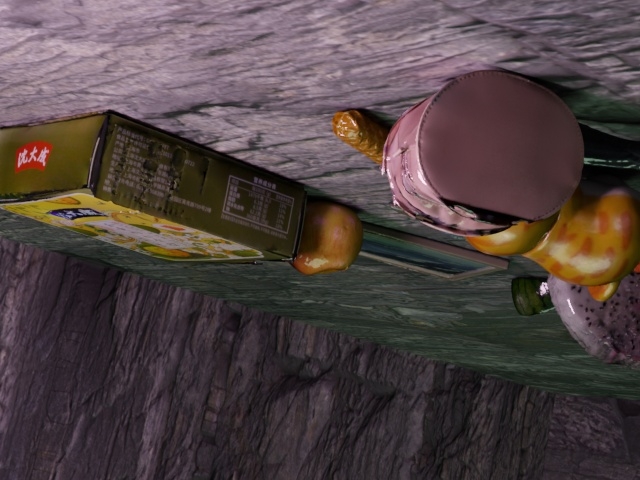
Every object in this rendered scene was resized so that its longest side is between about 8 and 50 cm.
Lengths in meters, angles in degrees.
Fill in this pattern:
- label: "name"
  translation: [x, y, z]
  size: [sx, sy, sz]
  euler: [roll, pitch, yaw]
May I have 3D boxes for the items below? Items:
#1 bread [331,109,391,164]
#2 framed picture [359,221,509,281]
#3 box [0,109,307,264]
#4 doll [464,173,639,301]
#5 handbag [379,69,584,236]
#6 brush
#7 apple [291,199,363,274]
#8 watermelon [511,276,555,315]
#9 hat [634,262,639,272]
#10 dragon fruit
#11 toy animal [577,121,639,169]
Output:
- label: "bread"
  translation: [0.068, -0.133, 1.813]
  size: [0.052, 0.044, 0.157]
  euler: [11, 171, 36]
- label: "framed picture"
  translation: [0.154, 0.019, 2.601]
  size: [0.335, 0.022, 0.247]
  euler: [15, 169, -17]
- label: "box"
  translation: [-0.294, -0.073, 2.256]
  size: [0.420, 0.138, 0.373]
  euler: [20, 167, -39]
- label: "doll"
  translation: [0.302, -0.034, 1.798]
  size: [0.269, 0.162, 0.167]
  euler: [24, -172, -11]
- label: "handbag"
  translation: [0.182, -0.095, 1.555]
  size: [0.205, 0.179, 0.116]
  euler: [14, 176, -10]
- label: "brush"
  translation: [0.192, -0.032, 2.288]
  size: [0.196, 0.021, 0.070]
  euler: [17, 166, -29]
- label: "apple"
  translation: [0.000, 0.000, 2.365]
  size: [0.146, 0.146, 0.146]
  euler: [11, 170, 2]
- label: "watermelon"
  translation: [0.425, 0.094, 2.687]
  size: [0.092, 0.075, 0.181]
  euler: [-33, -167, -27]
- label: "hat"
  translation: [0.526, 0.001, 1.997]
  size: [0.162, 0.094, 0.112]
  euler: [-5, -177, -12]
- label: "dragon fruit"
  translation: [0.497, 0.108, 2.219]
  size: [0.283, 0.204, 0.221]
  euler: [12, 170, -2]
- label: "toy animal"
  translation: [0.454, -0.081, 1.566]
  size: [0.367, 0.081, 0.206]
  euler: [3, 154, 44]
